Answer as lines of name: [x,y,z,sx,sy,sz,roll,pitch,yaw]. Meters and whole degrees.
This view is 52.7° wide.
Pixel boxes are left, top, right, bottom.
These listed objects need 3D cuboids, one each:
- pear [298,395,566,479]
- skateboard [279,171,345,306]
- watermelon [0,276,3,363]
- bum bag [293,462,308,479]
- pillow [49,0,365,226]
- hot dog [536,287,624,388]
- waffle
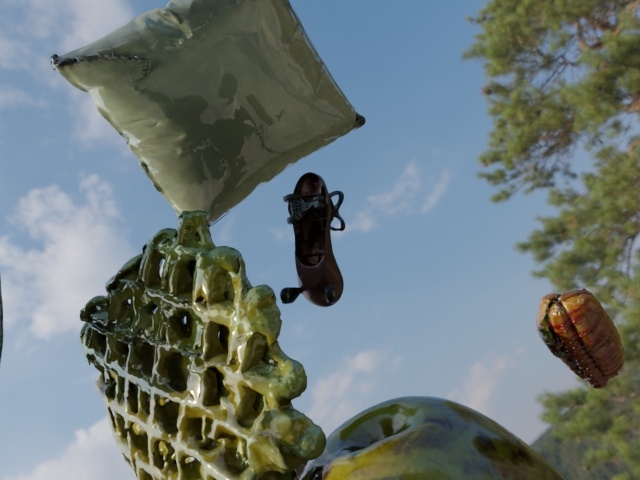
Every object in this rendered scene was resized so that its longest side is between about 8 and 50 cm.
pear: [0.102,0.277,0.561,0.283,0.283,0.283,-29,-30,-19]
skateboard: [0.000,0.000,0.732,0.067,0.151,0.080,-3,-4,30]
watermelon: [-0.414,0.063,0.600,0.201,0.261,0.213,-9,-15,-44]
bum bag: [-0.019,0.364,0.877,0.069,0.102,0.248,-45,-37,-39]
pillow: [-0.128,-0.191,0.852,0.312,0.119,0.310,-36,-60,-4]
hot dog: [0.241,0.094,0.592,0.062,0.038,0.144,-18,-46,27]
waffle: [-0.135,0.142,0.631,0.073,0.297,0.317,-15,-22,-46]
